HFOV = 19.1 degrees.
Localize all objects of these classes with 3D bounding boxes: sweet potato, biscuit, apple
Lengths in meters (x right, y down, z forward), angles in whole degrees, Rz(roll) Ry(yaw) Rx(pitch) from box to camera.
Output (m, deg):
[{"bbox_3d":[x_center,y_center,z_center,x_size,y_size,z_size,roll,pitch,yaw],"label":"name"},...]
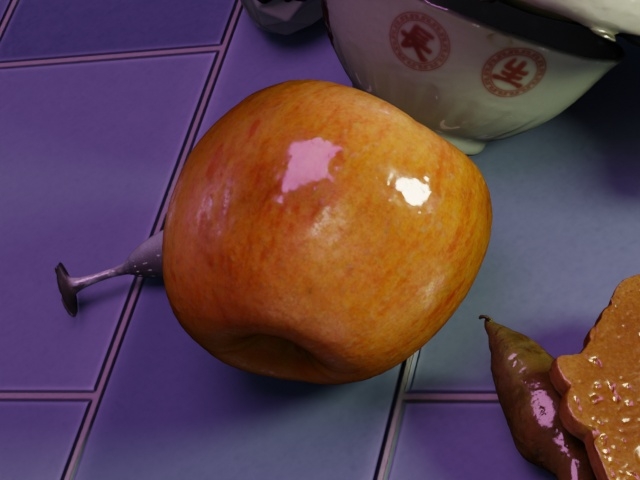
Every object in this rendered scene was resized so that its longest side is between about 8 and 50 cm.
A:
[{"bbox_3d":[0.209,0.175,1.683,0.074,0.075,0.269,-22,55,5],"label":"sweet potato"},{"bbox_3d":[0.289,0.148,1.656,0.183,0.043,0.280,7,57,-3],"label":"biscuit"},{"bbox_3d":[0.000,0.000,1.791,0.299,0.299,0.275,17,73,35],"label":"apple"}]

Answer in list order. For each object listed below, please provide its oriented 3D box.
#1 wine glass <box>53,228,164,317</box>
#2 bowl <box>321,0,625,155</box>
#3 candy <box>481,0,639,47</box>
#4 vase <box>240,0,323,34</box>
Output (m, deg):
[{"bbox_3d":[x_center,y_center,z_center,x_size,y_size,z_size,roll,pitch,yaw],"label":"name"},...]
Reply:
[{"bbox_3d":[-0.179,0.022,2.005,0.198,0.066,0.066,-18,45,8],"label":"wine glass"},{"bbox_3d":[0.125,-0.187,1.946,0.337,0.337,0.158,38,112,42],"label":"bowl"},{"bbox_3d":[0.211,-0.314,1.871,0.427,0.386,0.186,25,105,24],"label":"candy"},{"bbox_3d":[0.062,-0.379,2.197,0.360,0.165,0.165,-29,45,-6],"label":"vase"}]
